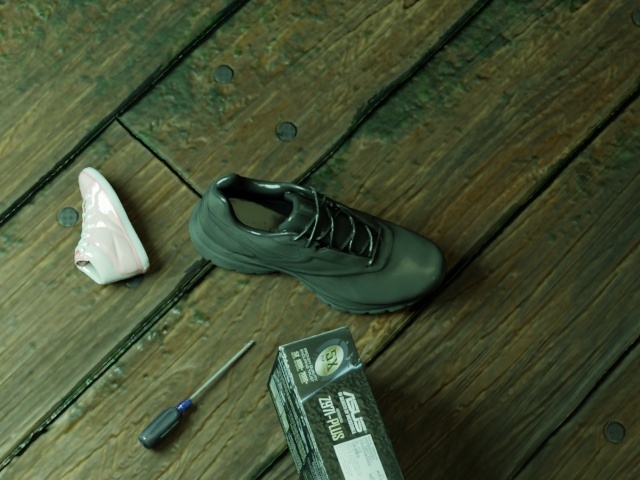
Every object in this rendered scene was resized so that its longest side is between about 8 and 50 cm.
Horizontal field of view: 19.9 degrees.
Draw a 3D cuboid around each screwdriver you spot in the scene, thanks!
[{"bbox_3d":[-0.129,0.165,1.957,0.170,0.024,0.025,-38,108,-25],"label":"screwdriver"}]

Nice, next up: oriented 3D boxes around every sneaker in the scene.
[{"bbox_3d":[0.000,0.000,1.975,0.286,0.130,0.109,12,66,-4],"label":"sneaker"},{"bbox_3d":[-0.246,-0.013,1.988,0.070,0.051,0.134,-25,79,-21],"label":"sneaker"}]

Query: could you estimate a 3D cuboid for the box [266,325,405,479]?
[{"bbox_3d":[0.014,0.200,1.891,0.077,0.147,0.180,-16,72,-13],"label":"box"}]
